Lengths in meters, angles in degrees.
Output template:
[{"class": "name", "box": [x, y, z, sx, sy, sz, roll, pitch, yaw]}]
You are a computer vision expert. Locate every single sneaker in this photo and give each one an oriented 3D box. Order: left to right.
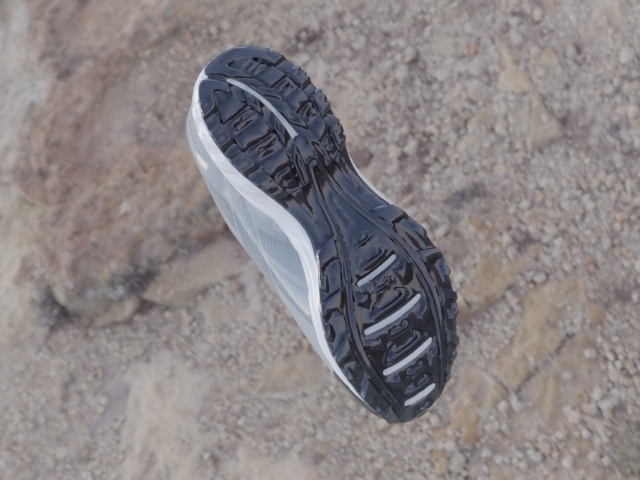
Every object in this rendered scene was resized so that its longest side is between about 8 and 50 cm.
[{"class": "sneaker", "box": [0.000, 0.000, 0.754, 0.100, 0.272, 0.108, -32, 3, -22]}]
